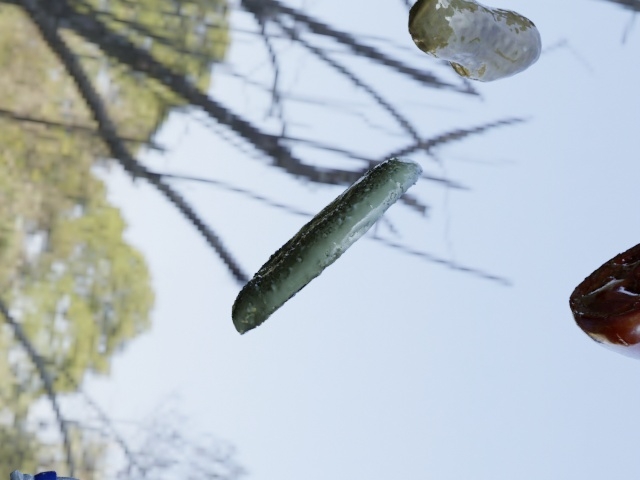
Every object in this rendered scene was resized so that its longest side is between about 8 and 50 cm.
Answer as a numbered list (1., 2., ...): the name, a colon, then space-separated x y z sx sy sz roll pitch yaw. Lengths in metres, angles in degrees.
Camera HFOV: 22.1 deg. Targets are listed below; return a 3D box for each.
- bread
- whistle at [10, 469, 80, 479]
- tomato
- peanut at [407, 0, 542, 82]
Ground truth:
1. bread: 0.000 0.000 1.700 0.267 0.040 0.267 -42 -176 3
2. whistle: -0.317 0.276 1.870 0.029 0.083 0.033 -111 -149 -50
3. tomato: 0.328 0.065 1.596 0.139 0.159 0.091 4 -51 58
4. peanut: 0.184 -0.242 1.939 0.099 0.214 0.099 -11 -107 37
